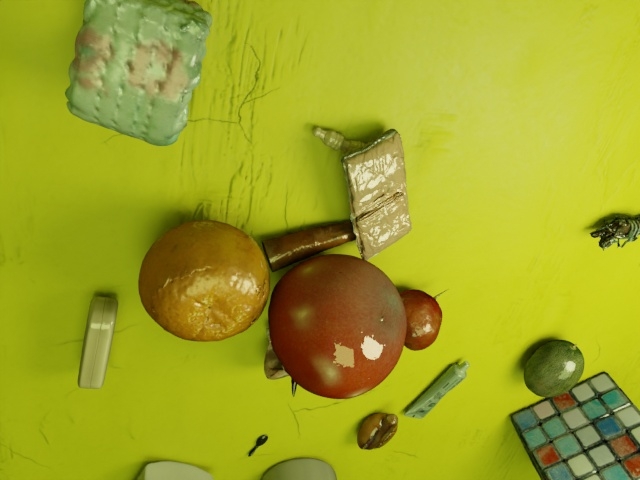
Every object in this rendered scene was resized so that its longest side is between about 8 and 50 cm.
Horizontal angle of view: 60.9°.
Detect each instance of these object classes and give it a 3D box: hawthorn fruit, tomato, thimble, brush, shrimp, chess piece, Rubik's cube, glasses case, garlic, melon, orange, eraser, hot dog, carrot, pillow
[{"bbox_3d":[0.188,0.151,1.109,0.125,0.125,0.140,16,85,-22],"label":"hawthorn fruit"},{"bbox_3d":[0.031,0.150,0.969,0.256,0.255,0.225,37,145,-30],"label":"tomato"},{"bbox_3d":[-0.230,-0.235,0.700,0.149,0.185,0.211,17,151,-20],"label":"thimble"},{"bbox_3d":[-0.154,0.502,1.329,0.024,0.008,0.083,25,115,-29],"label":"brush"},{"bbox_3d":[0.636,-0.023,1.108,0.174,0.082,0.076,-27,120,-2],"label":"shrimp"},{"bbox_3d":[0.028,-0.164,0.907,0.092,0.035,0.035,22,116,-21],"label":"chess piece"},{"bbox_3d":[0.708,0.571,1.398,0.287,0.292,0.293,-28,123,6],"label":"Rubik's cube"},{"bbox_3d":[-0.417,0.193,1.017,0.050,0.083,0.196,11,122,-19],"label":"glasses case"},{"bbox_3d":[-0.043,0.223,1.116,0.175,0.099,0.124,-25,146,3],"label":"garlic"},{"bbox_3d":[0.554,0.300,1.287,0.114,0.114,0.167,15,120,-21],"label":"melon"},{"bbox_3d":[-0.192,0.068,0.918,0.220,0.193,0.219,2,129,3],"label":"orange"},{"bbox_3d":[-0.396,0.660,1.330,0.174,0.094,0.270,22,116,-24],"label":"eraser"},{"bbox_3d":[0.147,0.470,1.344,0.090,0.060,0.140,28,110,-32],"label":"hot dog"},{"bbox_3d":[0.000,0.000,1.002,0.210,0.061,0.061,-18,125,-7],"label":"carrot"},{"bbox_3d":[0.104,-0.072,0.952,0.126,0.043,0.232,-29,133,-16],"label":"pillow"}]

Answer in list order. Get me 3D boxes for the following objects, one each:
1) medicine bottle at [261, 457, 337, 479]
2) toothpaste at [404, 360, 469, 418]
[{"bbox_3d":[-0.032,0.726,1.304,0.209,0.339,0.208,-5,124,-8],"label":"medicine bottle"},{"bbox_3d":[0.287,0.365,1.319,0.064,0.041,0.218,19,121,-30],"label":"toothpaste"}]
